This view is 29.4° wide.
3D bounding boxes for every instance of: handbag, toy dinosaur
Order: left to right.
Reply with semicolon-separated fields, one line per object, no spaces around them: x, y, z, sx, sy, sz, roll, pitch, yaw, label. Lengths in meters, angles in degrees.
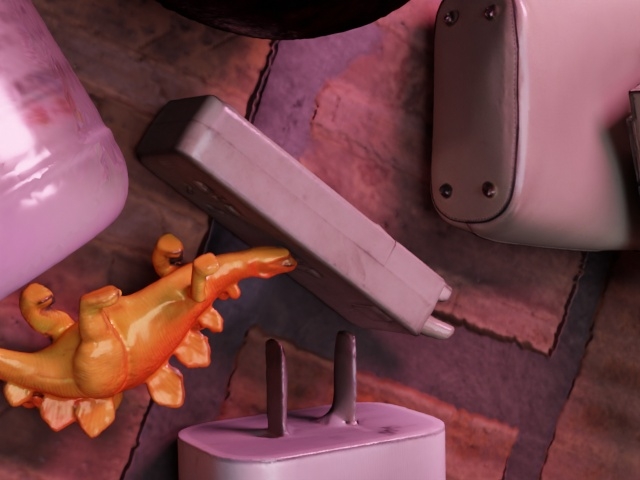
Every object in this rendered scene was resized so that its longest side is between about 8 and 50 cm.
-0.145;0.075;0.822;0.288;0.070;0.117;-22;122;-15;toy dinosaur
0.237;-0.106;1.011;0.315;0.109;0.241;-1;95;-33;handbag

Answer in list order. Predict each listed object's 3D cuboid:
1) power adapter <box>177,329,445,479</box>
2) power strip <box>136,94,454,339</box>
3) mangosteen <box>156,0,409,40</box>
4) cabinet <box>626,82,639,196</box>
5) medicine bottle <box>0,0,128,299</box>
-0.006;0.194;0.881;0.187;0.124;0.255;-5;95;-31;power adapter
0.000;0.000;0.886;0.288;0.093;0.053;38;72;-25;power strip
-0.010;-0.258;0.753;0.297;0.293;0.297;-37;153;-23;mangosteen
0.352;-0.052;0.991;0.145;0.150;0.206;-35;118;-44;cabinet
-0.271;-0.089;0.640;0.241;0.241;0.302;-35;100;-23;medicine bottle
